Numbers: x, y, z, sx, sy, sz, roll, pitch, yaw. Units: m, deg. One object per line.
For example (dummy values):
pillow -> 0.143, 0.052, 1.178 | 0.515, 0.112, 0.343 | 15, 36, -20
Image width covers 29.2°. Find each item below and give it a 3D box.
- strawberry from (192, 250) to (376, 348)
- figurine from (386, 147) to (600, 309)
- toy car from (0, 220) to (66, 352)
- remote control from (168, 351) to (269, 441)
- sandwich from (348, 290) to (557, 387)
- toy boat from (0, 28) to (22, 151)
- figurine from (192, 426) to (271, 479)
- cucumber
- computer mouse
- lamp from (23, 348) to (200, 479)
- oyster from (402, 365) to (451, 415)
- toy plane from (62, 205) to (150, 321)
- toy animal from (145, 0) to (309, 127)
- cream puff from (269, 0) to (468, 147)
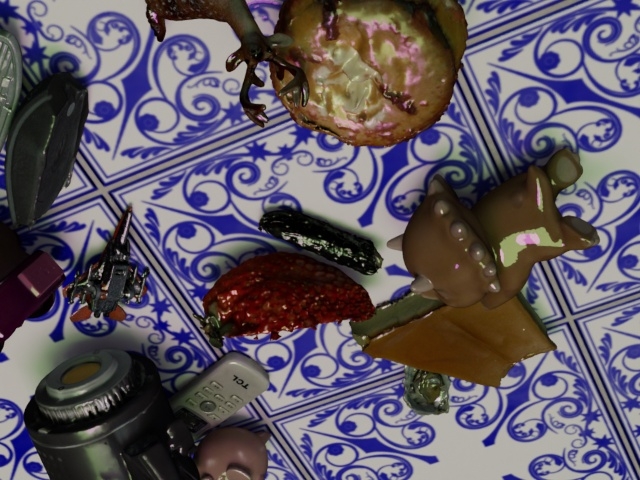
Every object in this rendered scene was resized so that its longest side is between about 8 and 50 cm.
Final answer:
strawberry -> -0.056, 0.071, 1.699 | 0.236, 0.175, 0.107 | -13, 100, -34
figurine -> 0.210, -0.016, 1.598 | 0.247, 0.177, 0.173 | -29, 143, 33
toy car -> -0.526, 0.084, 1.638 | 0.340, 0.271, 0.240 | -36, 99, 19
remote control -> -0.166, 0.242, 1.887 | 0.190, 0.029, 0.087 | -37, 121, 24
sandwich -> 0.200, 0.150, 1.803 | 0.245, 0.063, 0.212 | -26, 126, 20
toy boat -> -0.424, -0.153, 1.529 | 0.078, 0.085, 0.260 | 24, 125, -7
figurine -> -0.138, 0.350, 1.912 | 0.125, 0.138, 0.125 | 2, 105, 8
cucumber -> 0.000, 0.000, 1.687 | 0.181, 0.053, 0.053 | 20, 125, -15
computer mouse -> -0.357, -0.115, 1.551 | 0.071, 0.126, 0.231 | 23, 126, 3
lamp -> -0.311, 0.295, 1.804 | 0.374, 0.205, 0.272 | -16, 103, 59
oyster -> 0.163, 0.220, 1.883 | 0.098, 0.037, 0.100 | 1, 110, -25
toy plane -> -0.285, 0.038, 1.701 | 0.130, 0.061, 0.189 | 2, 130, -33
toy animal -> -0.120, -0.266, 1.377 | 0.087, 0.243, 0.260 | -32, 120, -22
cream puff -> 0.057, -0.228, 1.438 | 0.240, 0.164, 0.240 | 9, 134, 10
